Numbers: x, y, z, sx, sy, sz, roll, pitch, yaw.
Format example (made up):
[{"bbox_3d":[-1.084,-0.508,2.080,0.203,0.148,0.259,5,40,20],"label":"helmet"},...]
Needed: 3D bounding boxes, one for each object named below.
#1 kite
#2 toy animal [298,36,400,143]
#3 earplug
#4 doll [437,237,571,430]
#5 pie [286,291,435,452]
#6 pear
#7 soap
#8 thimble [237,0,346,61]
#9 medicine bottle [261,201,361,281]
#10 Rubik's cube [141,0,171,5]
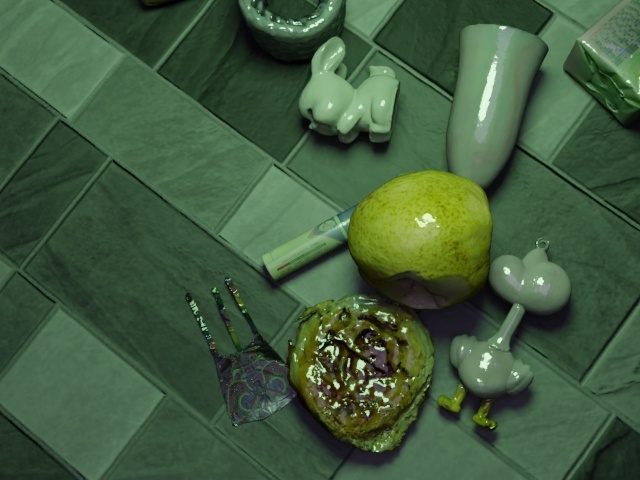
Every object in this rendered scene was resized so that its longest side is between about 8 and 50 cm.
[{"bbox_3d":[-0.159,0.206,1.621,0.152,0.015,0.286,-29,79,-1],"label":"kite"},{"bbox_3d":[0.063,-0.280,1.634,0.193,0.127,0.179,19,80,9],"label":"toy animal"},{"bbox_3d":[0.313,-0.236,1.599,0.172,0.172,0.301,14,88,7],"label":"earplug"},{"bbox_3d":[0.343,0.160,1.548,0.160,0.094,0.365,24,82,16],"label":"doll"},{"bbox_3d":[0.082,0.227,1.561,0.308,0.085,0.308,-1,79,5],"label":"pie"},{"bbox_3d":[0.183,-0.001,1.510,0.271,0.271,0.271,-1,80,5],"label":"pear"},{"bbox_3d":[0.599,-0.354,1.595,0.199,0.138,0.182,-41,80,-4],"label":"soap"},{"bbox_3d":[-0.060,-0.486,1.669,0.217,0.157,0.246,-24,80,-2],"label":"thimble"},{"bbox_3d":[0.000,0.000,1.622,0.230,0.059,0.059,-29,79,0],"label":"medicine bottle"},{"bbox_3d":[-0.314,-0.605,1.733,0.254,0.254,0.255,-1,80,5],"label":"Rubik's cube"}]
